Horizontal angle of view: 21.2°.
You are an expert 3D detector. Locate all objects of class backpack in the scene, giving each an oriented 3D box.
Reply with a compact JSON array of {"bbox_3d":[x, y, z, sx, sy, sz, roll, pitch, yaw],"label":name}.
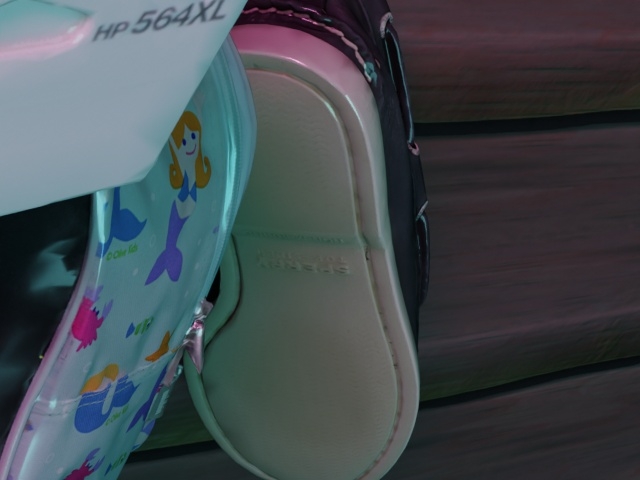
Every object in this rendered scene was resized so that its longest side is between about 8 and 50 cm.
[{"bbox_3d":[-0.141,-0.014,0.591,0.191,0.225,0.254,-33,151,-54],"label":"backpack"}]

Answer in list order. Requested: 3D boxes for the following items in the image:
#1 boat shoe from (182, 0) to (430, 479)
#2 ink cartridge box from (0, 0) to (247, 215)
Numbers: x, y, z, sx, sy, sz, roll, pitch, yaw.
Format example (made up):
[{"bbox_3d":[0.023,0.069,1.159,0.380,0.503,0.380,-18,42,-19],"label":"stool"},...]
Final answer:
[{"bbox_3d":[-0.004,-0.001,0.852,0.340,0.127,0.113,80,23,-47],"label":"boat shoe"},{"bbox_3d":[-0.131,-0.095,0.367,0.148,0.203,0.086,-18,150,-45],"label":"ink cartridge box"}]
